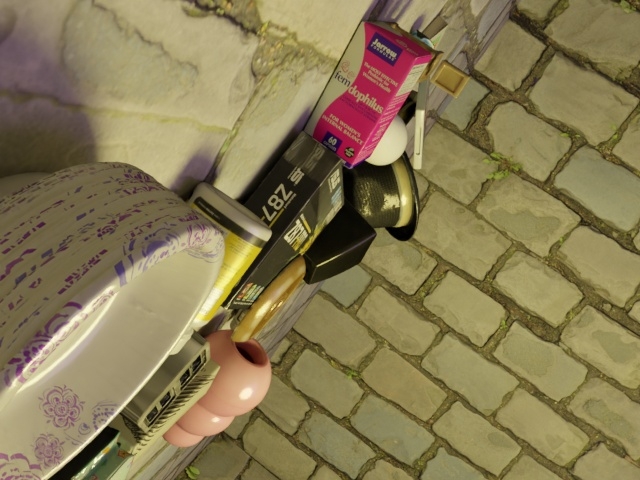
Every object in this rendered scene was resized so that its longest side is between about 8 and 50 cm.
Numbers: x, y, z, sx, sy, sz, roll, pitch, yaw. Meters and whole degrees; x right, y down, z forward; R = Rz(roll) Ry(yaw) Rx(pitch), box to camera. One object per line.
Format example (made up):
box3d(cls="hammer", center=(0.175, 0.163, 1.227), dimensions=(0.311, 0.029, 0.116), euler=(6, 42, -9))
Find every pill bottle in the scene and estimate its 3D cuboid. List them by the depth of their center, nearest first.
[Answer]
box3d(cls="pill bottle", center=(-0.170, 0.038, 0.748), dimensions=(0.208, 0.119, 0.119), euler=(-53, 172, 3))
box3d(cls="pill bottle", center=(-0.179, 0.186, 1.485), dimensions=(0.137, 0.078, 0.078), euler=(-56, 172, 22))

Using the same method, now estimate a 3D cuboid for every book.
box3d(cls="book", center=(0.248, -0.460, 1.371), dimensions=(0.096, 0.035, 0.144), euler=(-46, 172, -19))

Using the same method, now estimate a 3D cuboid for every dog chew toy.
box3d(cls="dog chew toy", center=(-0.270, 0.370, 1.355), dimensions=(0.332, 0.206, 0.206), euler=(-48, 174, 16))

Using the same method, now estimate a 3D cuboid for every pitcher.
box3d(cls="pitcher", center=(0.137, -0.270, 1.268), dimensions=(0.177, 0.126, 0.207), euler=(-67, 162, -5))

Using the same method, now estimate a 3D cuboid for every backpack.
box3d(cls="backpack", center=(-0.390, 0.382, 0.879), dimensions=(0.188, 0.144, 0.166), euler=(-55, 178, 35))

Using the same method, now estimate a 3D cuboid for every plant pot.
box3d(cls="plant pot", center=(-0.104, 0.132, 1.214), dimensions=(0.236, 0.032, 0.236), euler=(-50, 173, -8))
box3d(cls="plant pot", center=(0.000, 0.000, 1.404), dimensions=(0.167, 0.188, 0.187), euler=(-38, 166, -24))

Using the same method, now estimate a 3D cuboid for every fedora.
box3d(cls="fedora", center=(0.134, -0.130, 1.494), dimensions=(0.153, 0.334, 0.334), euler=(-19, 164, -11))

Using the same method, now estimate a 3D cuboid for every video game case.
box3d(cls="video game case", center=(0.244, -0.306, 1.358), dimensions=(0.183, 0.023, 0.201), euler=(81, 17, -52))

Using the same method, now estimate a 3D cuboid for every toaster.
box3d(cls="toaster", center=(-0.270, 0.203, 0.908), dimensions=(0.168, 0.110, 0.185), euler=(-51, 172, -27))

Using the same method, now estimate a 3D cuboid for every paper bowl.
box3d(cls="paper bowl", center=(-0.220, 0.062, 0.446), dimensions=(0.284, 0.148, 0.284), euler=(-53, 172, -10))

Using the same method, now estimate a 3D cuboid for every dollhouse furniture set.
box3d(cls="dollhouse furniture set", center=(0.162, -0.285, 1.049), dimensions=(0.161, 0.182, 0.101), euler=(-58, 171, 29))

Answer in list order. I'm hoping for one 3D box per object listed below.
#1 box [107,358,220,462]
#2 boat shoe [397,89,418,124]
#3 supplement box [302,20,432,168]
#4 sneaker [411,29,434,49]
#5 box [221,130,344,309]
box3d(cls="box", center=(-0.318, 0.305, 1.075), dimensions=(0.094, 0.113, 0.275), euler=(-59, 172, 28))
box3d(cls="boat shoe", center=(0.206, -0.343, 1.457), dimensions=(0.223, 0.073, 0.080), euler=(-49, 165, -53))
box3d(cls="supplement box", center=(0.079, -0.251, 0.974), dimensions=(0.220, 0.111, 0.114), euler=(-59, 170, 29))
box3d(cls="sneaker", center=(0.198, -0.392, 1.248), dimensions=(0.073, 0.063, 0.162), euler=(-47, 170, -21))
box3d(cls="box", center=(-0.084, -0.012, 1.113), dimensions=(0.318, 0.097, 0.395), euler=(-54, 173, -5))
